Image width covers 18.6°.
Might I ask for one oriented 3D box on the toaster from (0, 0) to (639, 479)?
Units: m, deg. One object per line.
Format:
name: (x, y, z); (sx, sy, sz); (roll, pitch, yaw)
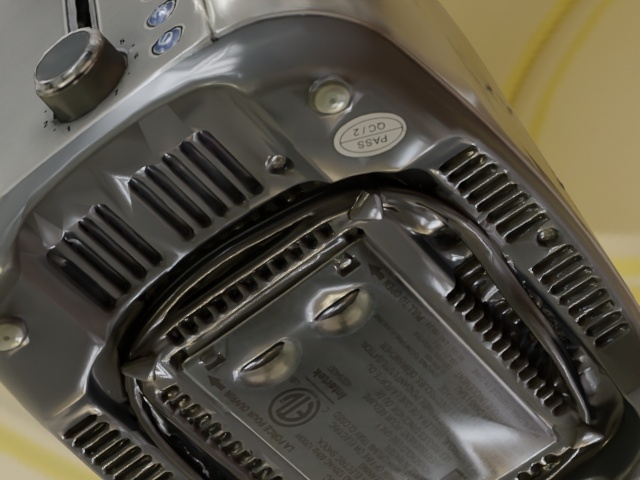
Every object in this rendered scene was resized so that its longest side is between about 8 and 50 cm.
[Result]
toaster: (0.000, 0.000, 0.513); (0.227, 0.129, 0.146); (44, -163, -37)
